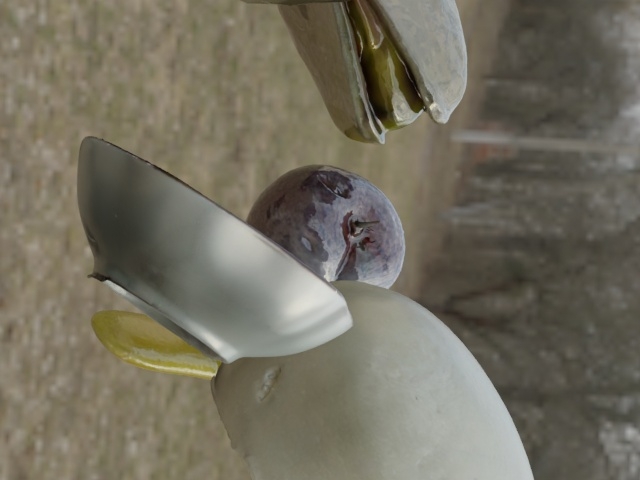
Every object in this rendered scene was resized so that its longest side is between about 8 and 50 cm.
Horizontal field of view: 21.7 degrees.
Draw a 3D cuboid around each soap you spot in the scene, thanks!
[{"bbox_3d":[-0.140,0.101,1.587,0.033,0.168,0.089,-60,-140,21],"label":"soap"}]

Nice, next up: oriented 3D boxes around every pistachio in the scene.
[{"bbox_3d":[0.047,-0.233,1.665,0.197,0.166,0.288,61,5,-60],"label":"pistachio"}]

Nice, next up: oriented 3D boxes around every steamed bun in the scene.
[{"bbox_3d":[0.060,0.182,1.376,0.324,0.206,0.324,63,1,-3],"label":"steamed bun"}]

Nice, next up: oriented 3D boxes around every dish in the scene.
[{"bbox_3d":[-0.073,0.020,0.946,0.066,0.190,0.191,-56,167,-9],"label":"dish"}]

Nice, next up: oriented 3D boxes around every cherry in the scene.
[{"bbox_3d":[0.002,0.002,1.725,0.176,0.176,0.140,80,19,-62],"label":"cherry"}]

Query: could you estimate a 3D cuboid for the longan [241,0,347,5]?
[{"bbox_3d":[0.010,-0.376,1.163,0.404,0.404,0.436,-78,-178,-55],"label":"longan"}]
